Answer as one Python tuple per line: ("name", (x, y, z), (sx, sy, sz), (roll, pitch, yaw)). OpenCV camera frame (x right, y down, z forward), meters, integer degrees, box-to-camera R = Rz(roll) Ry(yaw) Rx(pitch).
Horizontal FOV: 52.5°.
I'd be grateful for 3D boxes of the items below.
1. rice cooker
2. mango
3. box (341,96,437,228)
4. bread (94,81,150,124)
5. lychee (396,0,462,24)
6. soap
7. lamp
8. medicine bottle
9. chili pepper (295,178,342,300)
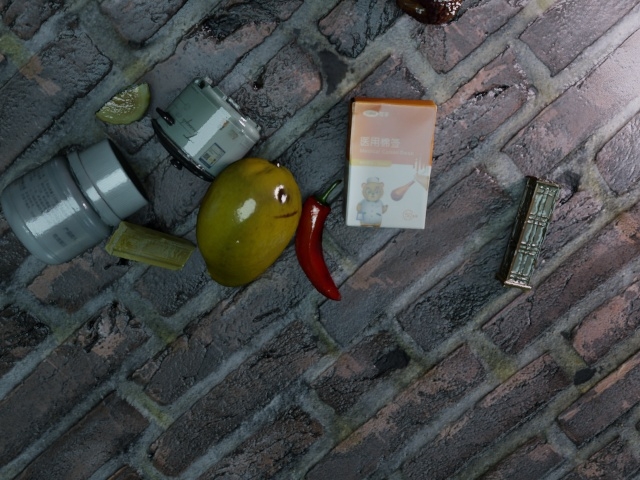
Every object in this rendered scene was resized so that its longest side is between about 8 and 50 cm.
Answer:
("rice cooker", (-0.299, -0.274, 1.665), (0.227, 0.241, 0.280), (-47, 143, 5))
("mango", (-0.194, -0.023, 1.685), (0.220, 0.301, 0.445), (38, 137, 15))
("box", (0.179, -0.213, 1.760), (0.224, 0.143, 0.342), (2, 106, -4))
("bread", (-0.504, -0.357, 1.705), (0.157, 0.083, 0.094), (-43, 107, 10))
("lychee", (0.277, -0.651, 1.636), (0.188, 0.188, 0.188), (-1, 106, -4))
("soap", (-0.455, 0.021, 1.761), (0.092, 0.037, 0.252), (-53, 145, 12))
("lamp", (0.599, -0.019, 1.871), (0.089, 0.090, 0.326), (13, 103, -6))
("medicine bottle", (-0.628, -0.105, 1.683), (0.306, 0.245, 0.245), (-31, 105, -5))
("chili pepper", (-0.006, 0.005, 1.847), (0.136, 0.092, 0.369), (-7, 114, -15))
